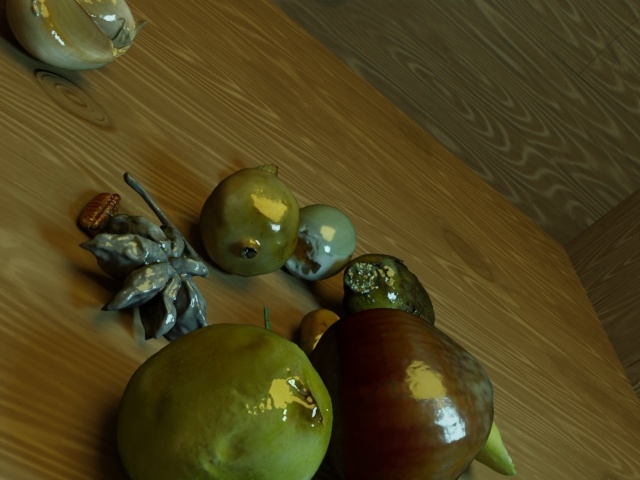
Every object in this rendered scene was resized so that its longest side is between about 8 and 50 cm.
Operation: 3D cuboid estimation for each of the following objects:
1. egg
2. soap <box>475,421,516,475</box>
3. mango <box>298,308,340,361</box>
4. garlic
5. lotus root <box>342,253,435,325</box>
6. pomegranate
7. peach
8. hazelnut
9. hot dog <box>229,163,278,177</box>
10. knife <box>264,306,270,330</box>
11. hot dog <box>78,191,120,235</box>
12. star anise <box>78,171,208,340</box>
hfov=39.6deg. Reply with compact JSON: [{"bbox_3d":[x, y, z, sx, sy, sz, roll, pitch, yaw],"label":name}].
[{"bbox_3d":[0.000,0.000,2.143,0.183,0.183,0.217,51,35,7],"label":"egg"},{"bbox_3d":[0.280,0.363,2.061,0.427,0.115,0.306,44,-1,-20],"label":"soap"},{"bbox_3d":[0.004,0.217,1.940,0.115,0.089,0.165,36,29,-23],"label":"mango"},{"bbox_3d":[-0.553,-0.507,1.957,0.286,0.249,0.313,49,-3,45],"label":"garlic"},{"bbox_3d":[0.162,0.147,2.165,0.397,0.179,0.195,40,30,-57],"label":"lotus root"},{"bbox_3d":[-0.148,-0.036,1.915,0.233,0.233,0.233,38,25,-22],"label":"pomegranate"},{"bbox_3d":[-0.140,0.277,1.344,0.281,0.316,0.314,56,11,-24],"label":"peach"},{"bbox_3d":[0.146,0.319,1.715,0.359,0.359,0.409,40,19,-19],"label":"hazelnut"},{"bbox_3d":[-0.171,-0.139,2.221,0.169,0.061,0.078,-22,62,-38],"label":"hot dog"},{"bbox_3d":[-0.113,0.174,1.909,0.014,0.005,0.091,33,28,-27],"label":"knife"},{"bbox_3d":[-0.416,-0.055,1.701,0.062,0.038,0.144,42,24,-13],"label":"hot dog"},{"bbox_3d":[-0.303,0.038,1.618,0.359,0.139,0.316,54,17,-2],"label":"star anise"}]
